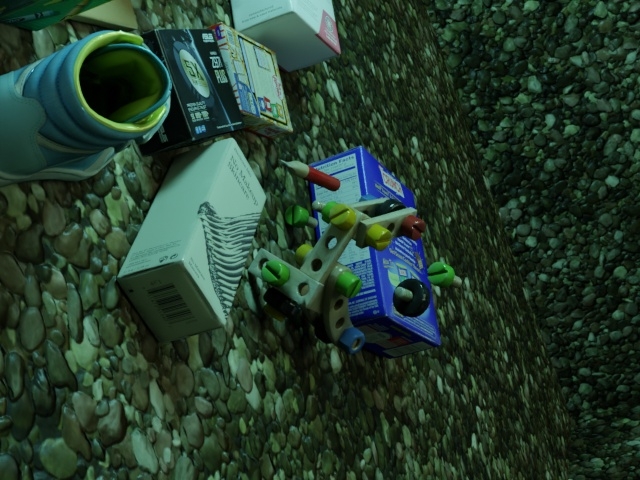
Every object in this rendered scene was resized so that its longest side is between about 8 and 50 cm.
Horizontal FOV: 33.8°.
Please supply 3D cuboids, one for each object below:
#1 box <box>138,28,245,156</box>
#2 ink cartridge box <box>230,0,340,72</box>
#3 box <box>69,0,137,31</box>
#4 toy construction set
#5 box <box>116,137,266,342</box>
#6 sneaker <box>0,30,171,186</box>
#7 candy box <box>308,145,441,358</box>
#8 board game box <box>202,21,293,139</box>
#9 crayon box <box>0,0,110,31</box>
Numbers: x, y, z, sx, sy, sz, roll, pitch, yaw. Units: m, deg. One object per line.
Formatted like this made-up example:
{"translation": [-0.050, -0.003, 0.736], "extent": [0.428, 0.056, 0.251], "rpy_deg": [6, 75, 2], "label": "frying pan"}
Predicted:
{"translation": [-0.186, -0.200, 1.401], "extent": [0.180, 0.078, 0.147], "rpy_deg": [-29, 102, -69], "label": "box"}
{"translation": [-0.072, -0.465, 1.834], "extent": [0.207, 0.117, 0.283], "rpy_deg": [25, 52, -63], "label": "ink cartridge box"}
{"translation": [-0.303, -0.346, 1.290], "extent": [0.201, 0.021, 0.164], "rpy_deg": [-11, 85, -69], "label": "box"}
{"translation": [0.000, 0.000, 1.585], "extent": [0.237, 0.257, 0.308], "rpy_deg": [21, 34, -50], "label": "toy construction set"}
{"translation": [-0.153, -0.006, 1.318], "extent": [0.113, 0.094, 0.275], "rpy_deg": [61, 24, -31], "label": "box"}
{"translation": [-0.217, -0.140, 1.091], "extent": [0.127, 0.208, 0.319], "rpy_deg": [69, 20, -9], "label": "sneaker"}
{"translation": [0.097, 0.028, 1.900], "extent": [0.268, 0.122, 0.317], "rpy_deg": [33, 46, -59], "label": "candy box"}
{"translation": [-0.114, -0.248, 1.668], "extent": [0.193, 0.045, 0.146], "rpy_deg": [12, 64, -67], "label": "board game box"}
{"translation": [-0.230, -0.347, 1.111], "extent": [0.081, 0.279, 0.165], "rpy_deg": [-1, 76, -70], "label": "crayon box"}
